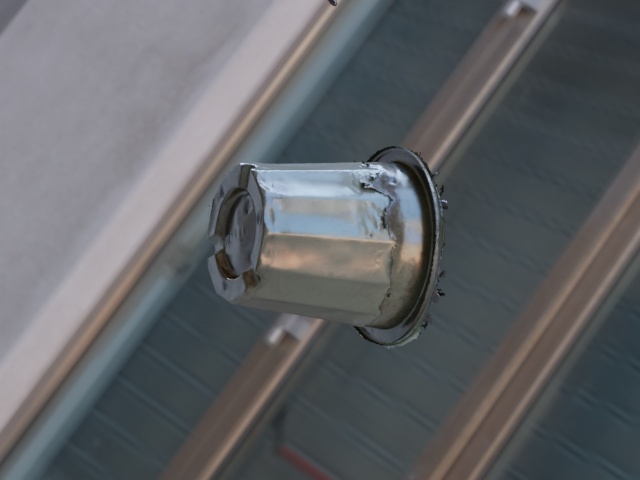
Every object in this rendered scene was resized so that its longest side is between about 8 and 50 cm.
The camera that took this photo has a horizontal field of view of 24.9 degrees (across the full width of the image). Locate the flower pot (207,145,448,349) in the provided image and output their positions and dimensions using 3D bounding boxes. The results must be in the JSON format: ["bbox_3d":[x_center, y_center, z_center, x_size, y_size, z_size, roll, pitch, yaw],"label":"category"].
[{"bbox_3d":[0.000,0.000,1.957,0.259,0.290,0.290,6,6,-28],"label":"flower pot"}]

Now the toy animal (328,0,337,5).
[{"bbox_3d":[-0.081,-0.361,1.577,0.243,0.087,0.260,-5,50,-36],"label":"toy animal"}]
